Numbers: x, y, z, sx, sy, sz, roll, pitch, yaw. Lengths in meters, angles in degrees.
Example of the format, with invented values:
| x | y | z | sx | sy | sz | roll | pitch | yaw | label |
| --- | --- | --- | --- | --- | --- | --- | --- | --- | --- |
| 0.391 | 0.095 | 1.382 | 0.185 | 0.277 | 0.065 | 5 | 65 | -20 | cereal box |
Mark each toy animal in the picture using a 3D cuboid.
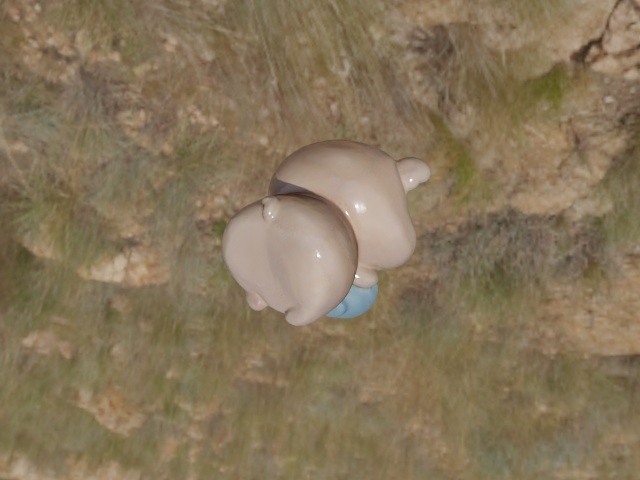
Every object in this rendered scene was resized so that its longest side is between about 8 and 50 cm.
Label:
| x | y | z | sx | sy | sz | roll | pitch | yaw | label |
| --- | --- | --- | --- | --- | --- | --- | --- | --- | --- |
| -0.007 | -0.016 | 1.010 | 0.210 | 0.230 | 0.221 | 10 | -177 | 36 | toy animal |
